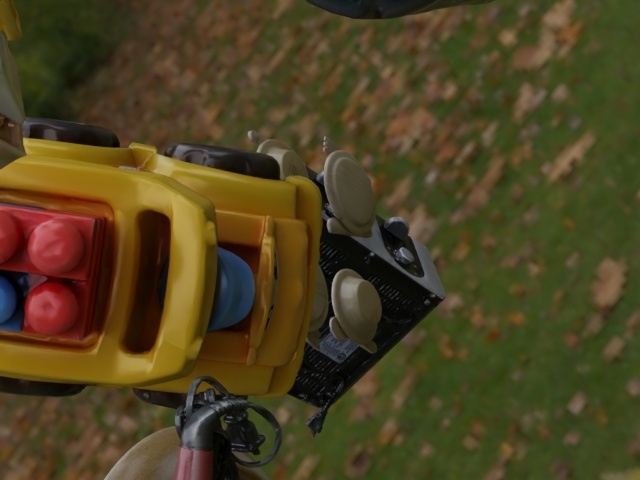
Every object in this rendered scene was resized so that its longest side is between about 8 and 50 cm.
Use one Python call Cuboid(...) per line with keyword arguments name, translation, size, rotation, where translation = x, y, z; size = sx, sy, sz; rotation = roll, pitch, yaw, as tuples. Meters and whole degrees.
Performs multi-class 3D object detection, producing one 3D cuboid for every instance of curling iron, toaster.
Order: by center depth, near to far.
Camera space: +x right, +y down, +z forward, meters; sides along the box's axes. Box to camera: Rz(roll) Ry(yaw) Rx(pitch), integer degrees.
Cuboid(name="curling iron", translation=(-0.059, 0.203, 0.885), size=(0.035, 0.068, 0.274), rotation=(8, 93, 37))
Cuboid(name="toaster", translation=(-0.013, 0.040, 1.513), size=(0.185, 0.168, 0.110), rotation=(-46, 26, 23))

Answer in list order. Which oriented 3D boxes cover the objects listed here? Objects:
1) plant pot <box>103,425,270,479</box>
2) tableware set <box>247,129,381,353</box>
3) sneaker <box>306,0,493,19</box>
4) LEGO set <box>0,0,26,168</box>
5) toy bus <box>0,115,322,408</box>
Cuboid(name="plant pot", translation=(-0.074, 0.235, 1.135), size=(0.032, 0.236, 0.236), rotation=(-4, 44, 33))
Cuboid(name="tableware set", translation=(0.000, 0.000, 1.250), size=(0.020, 0.141, 0.168), rotation=(-19, 65, 31))
Cuboid(name="sneaker", translation=(-0.054, -0.198, 0.867), size=(0.125, 0.341, 0.140), rotation=(-60, -21, 15))
Cuboid(name="LEGO set", translation=(-0.176, -0.149, 0.601), size=(0.107, 0.287, 0.132), rotation=(-14, 2, 0))
Cuboid(name="toy bus", translation=(-0.107, 0.014, 0.916), size=(0.211, 0.220, 0.149), rotation=(-168, 86, -86))
